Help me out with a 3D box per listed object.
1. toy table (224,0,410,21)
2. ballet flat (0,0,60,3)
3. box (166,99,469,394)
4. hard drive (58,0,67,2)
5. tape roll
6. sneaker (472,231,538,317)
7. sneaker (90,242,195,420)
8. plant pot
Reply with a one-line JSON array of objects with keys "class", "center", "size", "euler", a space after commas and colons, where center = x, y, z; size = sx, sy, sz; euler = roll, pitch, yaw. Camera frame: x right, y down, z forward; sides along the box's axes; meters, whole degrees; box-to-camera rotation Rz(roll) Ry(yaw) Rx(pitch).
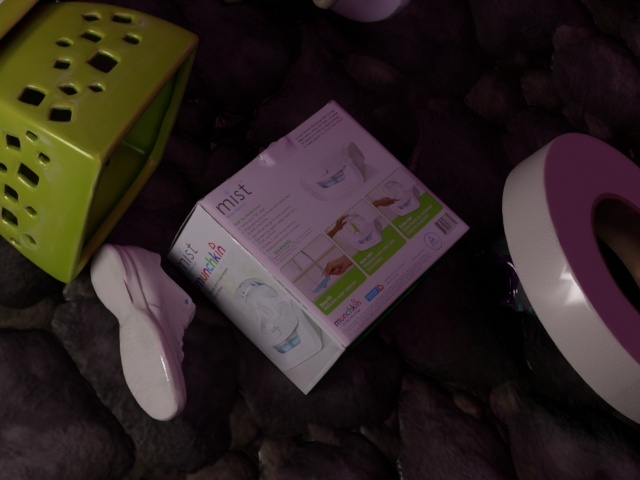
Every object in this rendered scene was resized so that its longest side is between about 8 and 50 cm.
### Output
[{"class": "toy table", "center": [-0.011, -0.404, 1.849], "size": [0.274, 0.252, 0.161], "euler": [45, 32, 23]}, {"class": "ballet flat", "center": [-0.403, -0.295, 1.672], "size": [0.248, 0.086, 0.086], "euler": [36, 49, 2]}, {"class": "box", "center": [0.000, 0.000, 1.631], "size": [0.231, 0.127, 0.262], "euler": [43, 50, 6]}, {"class": "hard drive", "center": [-0.382, -0.411, 1.750], "size": [0.254, 0.054, 0.172], "euler": [41, 49, -9]}, {"class": "tape roll", "center": [0.378, 0.047, 1.747], "size": [0.392, 0.072, 0.392], "euler": [32, 39, -30]}, {"class": "sneaker", "center": [0.283, 0.084, 1.771], "size": [0.098, 0.083, 0.224], "euler": [-32, 84, -3]}, {"class": "sneaker", "center": [-0.169, 0.092, 1.519], "size": [0.094, 0.080, 0.212], "euler": [1, 56, -41]}, {"class": "plant pot", "center": [-0.286, -0.132, 1.519], "size": [0.207, 0.228, 0.227], "euler": [30, 50, 2]}]
